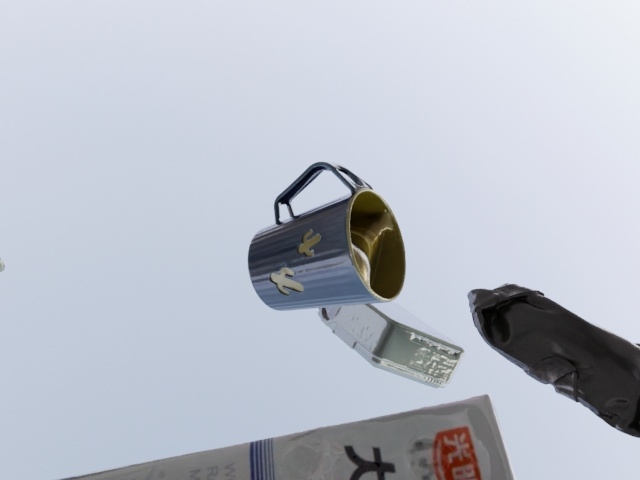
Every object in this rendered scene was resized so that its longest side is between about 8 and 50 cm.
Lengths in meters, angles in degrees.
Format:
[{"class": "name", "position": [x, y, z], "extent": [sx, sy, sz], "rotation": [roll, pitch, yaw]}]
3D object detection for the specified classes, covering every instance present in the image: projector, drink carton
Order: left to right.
[{"class": "drink carton", "position": [-0.031, 0.197, 0.350], "extent": [0.314, 0.107, 0.131], "rotation": [-14, -127, 10]}, {"class": "projector", "position": [0.123, 0.177, 1.119], "extent": [0.192, 0.099, 0.256], "rotation": [26, -177, -28]}]

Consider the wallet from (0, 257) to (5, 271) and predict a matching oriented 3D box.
[{"class": "wallet", "position": [-0.531, -0.070, 0.678], "extent": [0.223, 0.310, 0.077], "rotation": [-11, -147, -3]}]

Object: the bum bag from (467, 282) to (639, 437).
[{"class": "bum bag", "position": [0.370, 0.164, 0.883], "extent": [0.326, 0.080, 0.142], "rotation": [33, -122, 20]}]

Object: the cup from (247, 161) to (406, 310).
[{"class": "cup", "position": [0.000, 0.000, 0.694], "extent": [0.131, 0.155, 0.177], "rotation": [-5, -100, -58]}]
